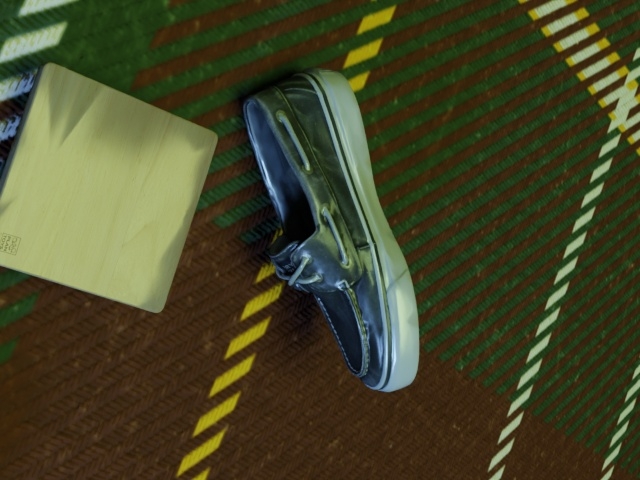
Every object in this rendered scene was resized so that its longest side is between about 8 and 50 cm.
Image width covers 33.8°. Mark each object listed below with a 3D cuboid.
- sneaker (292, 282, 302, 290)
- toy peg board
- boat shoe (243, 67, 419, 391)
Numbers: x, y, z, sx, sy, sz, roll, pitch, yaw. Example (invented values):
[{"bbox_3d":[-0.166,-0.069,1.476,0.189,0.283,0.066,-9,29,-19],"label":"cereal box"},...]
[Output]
[{"bbox_3d":[-0.002,0.032,1.134,0.083,0.031,0.035,-8,111,-39],"label":"sneaker"},{"bbox_3d":[-0.192,-0.041,0.874,0.160,0.079,0.161,21,83,-34],"label":"toy peg board"},{"bbox_3d":[0.000,0.000,1.052,0.119,0.121,0.335,-18,93,-26],"label":"boat shoe"}]
